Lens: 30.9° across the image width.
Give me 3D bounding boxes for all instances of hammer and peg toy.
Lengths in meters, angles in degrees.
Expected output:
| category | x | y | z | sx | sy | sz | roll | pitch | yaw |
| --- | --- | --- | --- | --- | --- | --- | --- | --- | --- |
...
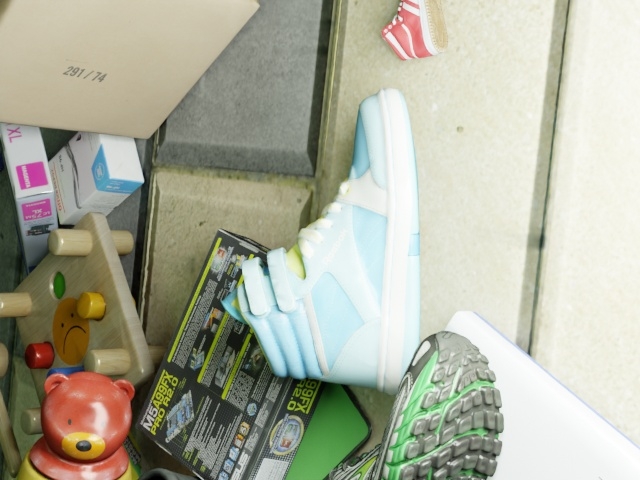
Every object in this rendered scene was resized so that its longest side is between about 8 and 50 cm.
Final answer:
| category | x | y | z | sx | sy | sz | roll | pitch | yaw |
| --- | --- | --- | --- | --- | --- | --- | --- | --- | --- |
| hammer and peg toy | -0.366 | 0.160 | 1.643 | 0.361 | 0.127 | 0.266 | -41 | 62 | 37 |

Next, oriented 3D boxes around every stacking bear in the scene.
| category | x | y | z | sx | sy | sz | roll | pitch | yaw |
| --- | --- | --- | --- | --- | --- | --- | --- | --- | --- |
| stacking bear | -0.300 | 0.297 | 1.419 | 0.164 | 0.175 | 0.289 | -99 | 21 | -69 |

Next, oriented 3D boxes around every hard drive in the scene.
| category | x | y | z | sx | sy | sz | roll | pitch | yaw |
| --- | --- | --- | --- | --- | --- | --- | --- | --- | --- |
| hard drive | 0.201 | 0.242 | 1.104 | 0.318 | 0.040 | 0.210 | 41 | 117 | 39 |

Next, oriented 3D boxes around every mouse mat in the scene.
| category | x | y | z | sx | sy | sz | roll | pitch | yaw |
| --- | --- | --- | --- | --- | --- | --- | --- | --- | --- |
| mouse mat | -0.036 | 0.226 | 1.343 | 0.190 | 0.007 | 0.153 | -48 | 53 | 17 |

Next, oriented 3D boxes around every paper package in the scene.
| category | x | y | z | sx | sy | sz | roll | pitch | yaw |
| --- | --- | --- | --- | --- | --- | --- | --- | --- | --- |
| paper package | -0.298 | -0.286 | 1.452 | 0.309 | 0.324 | 0.168 | -41 | 59 | 38 |

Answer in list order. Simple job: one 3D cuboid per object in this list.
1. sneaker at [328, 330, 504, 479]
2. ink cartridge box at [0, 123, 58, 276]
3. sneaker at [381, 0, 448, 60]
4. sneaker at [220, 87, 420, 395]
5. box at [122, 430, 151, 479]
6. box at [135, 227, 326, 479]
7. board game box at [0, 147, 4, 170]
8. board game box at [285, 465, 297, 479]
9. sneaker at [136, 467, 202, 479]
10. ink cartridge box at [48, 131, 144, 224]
| category | x | y | z | sx | sy | sz | roll | pitch | yaw |
| --- | --- | --- | --- | --- | --- | --- | --- | --- | --- |
| sneaker | 0.062 | 0.238 | 1.122 | 0.146 | 0.134 | 0.344 | 36 | 114 | 42 |
| ink cartridge box | -0.427 | -0.074 | 1.699 | 0.311 | 0.065 | 0.186 | 113 | 142 | -62 |
| sneaker | 0.096 | -0.251 | 1.240 | 0.067 | 0.042 | 0.119 | -12 | 81 | 42 |
| sneaker | 0.000 | 0.000 | 1.204 | 0.208 | 0.127 | 0.319 | 0 | 86 | 6 |
| box | -0.277 | 0.316 | 1.530 | 0.105 | 0.043 | 0.179 | -24 | 102 | 17 |
| box | -0.090 | 0.146 | 1.362 | 0.216 | 0.060 | 0.270 | 25 | 93 | 45 |
| board game box | -0.666 | -0.134 | 1.836 | 0.318 | 0.318 | 0.066 | -36 | 63 | 40 |
| board game box | -0.099 | 0.316 | 1.422 | 0.124 | 0.039 | 0.259 | 49 | 119 | 35 |
| sneaker | -0.107 | 0.347 | 1.256 | 0.295 | 0.147 | 0.105 | 32 | 94 | 41 |
| ink cartridge box | -0.335 | -0.089 | 1.670 | 0.180 | 0.060 | 0.104 | -35 | 63 | 40 |
